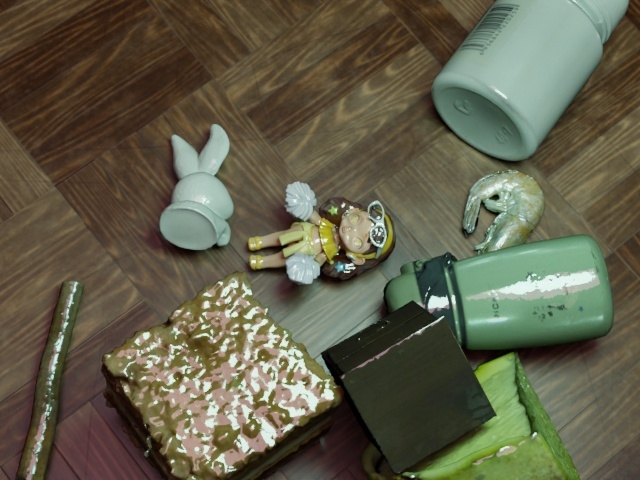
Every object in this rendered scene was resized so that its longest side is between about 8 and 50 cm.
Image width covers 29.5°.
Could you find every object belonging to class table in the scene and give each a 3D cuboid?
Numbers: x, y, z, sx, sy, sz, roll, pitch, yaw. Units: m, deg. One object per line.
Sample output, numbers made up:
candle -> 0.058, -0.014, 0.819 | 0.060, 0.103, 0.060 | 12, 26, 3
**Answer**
table -> 0.117, 0.199, 1.754 | 0.169, 0.193, 0.172 | -29, 101, -5

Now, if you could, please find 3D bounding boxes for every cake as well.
cake -> -0.145, 0.234, 1.775 | 0.282, 0.290, 0.255 | -33, 77, -15

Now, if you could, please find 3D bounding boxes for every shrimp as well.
shrimp -> 0.285, -0.026, 2.026 | 0.126, 0.047, 0.223 | 33, 73, 11

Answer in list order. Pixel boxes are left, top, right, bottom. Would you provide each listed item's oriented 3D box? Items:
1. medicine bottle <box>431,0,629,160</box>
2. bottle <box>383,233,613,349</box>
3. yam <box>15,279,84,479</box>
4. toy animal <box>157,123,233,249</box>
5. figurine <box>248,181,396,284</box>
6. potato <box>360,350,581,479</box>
medicine bottle -> 0.360, -0.321, 2.054 | 0.208, 0.208, 0.339 | 35, 71, 9
bottle -> 0.274, 0.093, 1.912 | 0.347, 0.168, 0.168 | -8, 70, 3
yam -> -0.420, 0.218, 1.896 | 0.045, 0.045, 0.326 | 17, 68, -21
toy animal -> -0.195, -0.081, 2.007 | 0.104, 0.131, 0.220 | -18, 39, 24
figurine -> 0.002, 0.000, 1.964 | 0.240, 0.116, 0.174 | -6, 68, 1
potato -> 0.226, 0.352, 1.798 | 0.280, 0.330, 0.212 | -26, 101, 8
